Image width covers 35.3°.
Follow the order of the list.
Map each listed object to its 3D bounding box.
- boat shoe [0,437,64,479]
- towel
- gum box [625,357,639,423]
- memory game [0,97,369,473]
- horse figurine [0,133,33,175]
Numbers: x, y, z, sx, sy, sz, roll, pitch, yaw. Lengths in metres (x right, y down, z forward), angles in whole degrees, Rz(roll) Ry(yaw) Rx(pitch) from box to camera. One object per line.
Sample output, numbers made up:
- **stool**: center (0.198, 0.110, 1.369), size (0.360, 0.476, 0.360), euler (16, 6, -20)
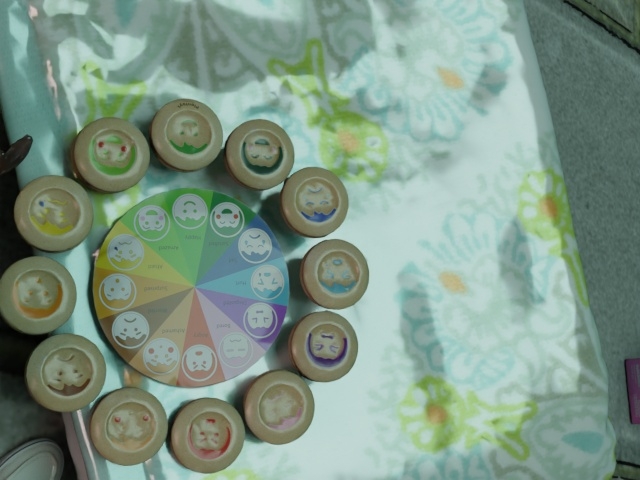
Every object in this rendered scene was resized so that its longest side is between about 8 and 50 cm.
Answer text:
- **boat shoe**: center (-0.159, 0.139, 0.500), size (0.035, 0.035, 0.100), euler (55, 50, -18)
- **towel**: center (0.000, 0.000, 0.570), size (0.320, 0.090, 0.375), euler (-11, 89, -21)
- **gum box**: center (0.389, 0.140, 0.956), size (0.188, 0.107, 0.062), euler (7, 76, -42)
- **memory game**: center (-0.062, 0.021, 0.491), size (0.186, 0.012, 0.186), euler (2, 83, -20)
- **horse figurine**: center (-0.200, 0.076, 0.361), size (0.066, 0.263, 0.174), euler (30, 46, -7)
